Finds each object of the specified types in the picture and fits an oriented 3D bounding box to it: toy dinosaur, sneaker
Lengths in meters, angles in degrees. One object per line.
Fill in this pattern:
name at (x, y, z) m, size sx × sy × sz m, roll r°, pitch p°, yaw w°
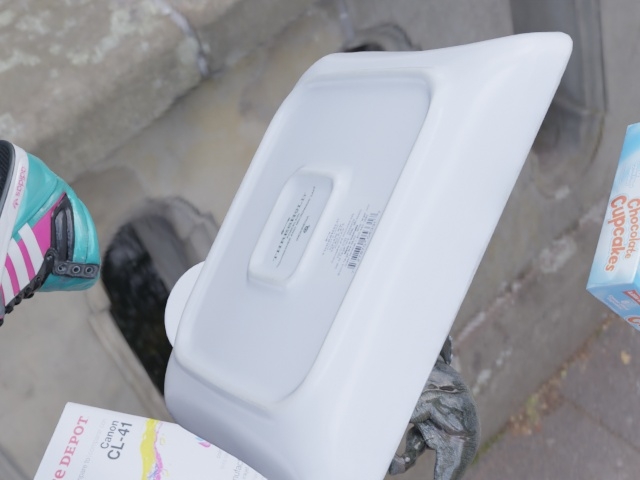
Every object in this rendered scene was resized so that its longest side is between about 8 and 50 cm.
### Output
toy dinosaur at (0.136, 0.206, 1.545) m, size 0.160 × 0.121 × 0.313 m, roll -13°, pitch 46°, yaw -20°
sneaker at (-0.353, 0.050, 1.432) m, size 0.124 × 0.178 × 0.295 m, roll 7°, pitch 76°, yaw 40°

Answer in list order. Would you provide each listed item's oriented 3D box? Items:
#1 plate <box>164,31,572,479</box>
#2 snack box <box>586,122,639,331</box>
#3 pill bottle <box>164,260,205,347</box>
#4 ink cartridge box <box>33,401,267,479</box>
plate at (0.000, 0.000, 0.712) m, size 0.278 × 0.045 × 0.277 m, roll 12°, pitch 75°, yaw 64°
snack box at (0.402, 0.039, 1.228) m, size 0.060 × 0.322 × 0.187 m, roll -11°, pitch 52°, yaw 50°
pill bottle at (-0.043, 0.080, 1.003) m, size 0.112 × 0.187 × 0.112 m, roll -8°, pitch 70°, yaw 23°
ink cartridge box at (-0.218, 0.358, 1.594) m, size 0.306 × 0.131 × 0.226 m, roll 11°, pitch 45°, yaw 5°
